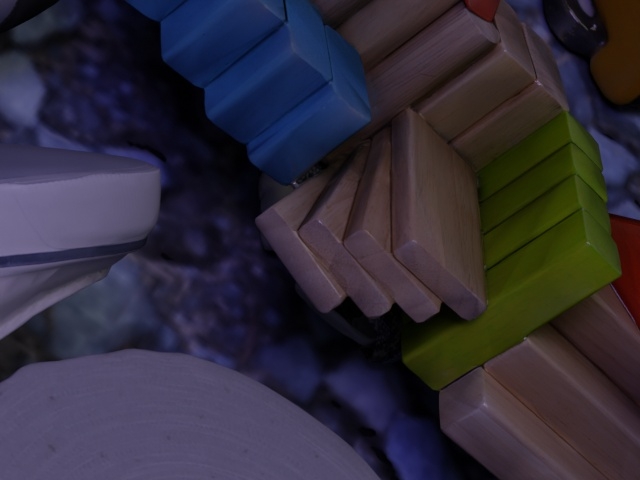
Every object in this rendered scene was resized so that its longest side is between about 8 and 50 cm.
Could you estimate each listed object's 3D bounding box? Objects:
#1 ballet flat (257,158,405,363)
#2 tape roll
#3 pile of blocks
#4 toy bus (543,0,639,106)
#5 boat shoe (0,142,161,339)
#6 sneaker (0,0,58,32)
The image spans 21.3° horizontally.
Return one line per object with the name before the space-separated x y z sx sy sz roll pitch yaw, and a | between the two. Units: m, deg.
ballet flat | 0.000 0.000 0.660 0.041 0.041 0.114 -30 81 -39
tape roll | -0.044 0.142 0.497 0.219 0.072 0.219 28 41 -28
pile of blocks | 0.033 -0.065 0.614 0.362 0.113 0.149 52 25 -4
toy bus | 0.150 -0.232 0.835 0.130 0.108 0.332 -4 66 -34
boat shoe | -0.146 0.025 0.455 0.258 0.095 0.084 -14 110 -46
sneaker | -0.272 -0.205 0.498 0.447 0.169 0.257 55 51 -17
